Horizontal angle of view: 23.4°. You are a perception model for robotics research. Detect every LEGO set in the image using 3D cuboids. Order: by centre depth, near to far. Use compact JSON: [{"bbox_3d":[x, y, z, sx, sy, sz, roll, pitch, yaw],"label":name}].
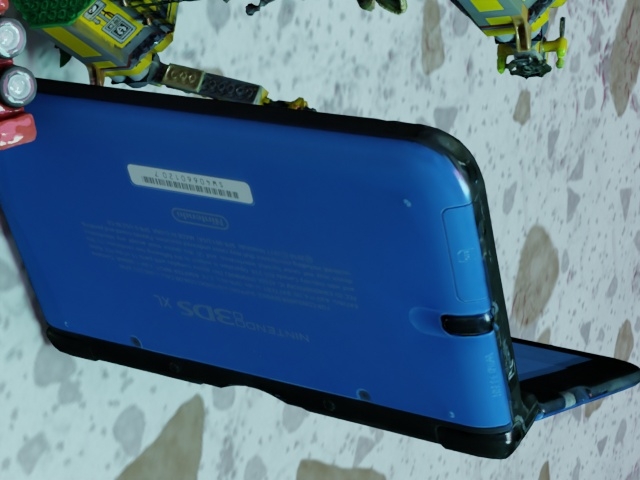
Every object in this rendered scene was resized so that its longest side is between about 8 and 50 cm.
[{"bbox_3d":[0.018,-0.177,0.815,0.192,0.331,0.254,34,50,-57],"label":"LEGO set"}]

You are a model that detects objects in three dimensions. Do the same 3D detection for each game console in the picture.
[{"bbox_3d":[0.000,0.000,0.826,0.173,0.293,0.250,-48,136,-41],"label":"game console"}]

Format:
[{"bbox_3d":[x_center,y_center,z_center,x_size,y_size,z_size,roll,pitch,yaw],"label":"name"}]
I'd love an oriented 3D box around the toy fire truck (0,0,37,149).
[{"bbox_3d":[-0.202,-0.075,0.705,0.135,0.047,0.192,-20,107,-35],"label":"toy fire truck"}]
